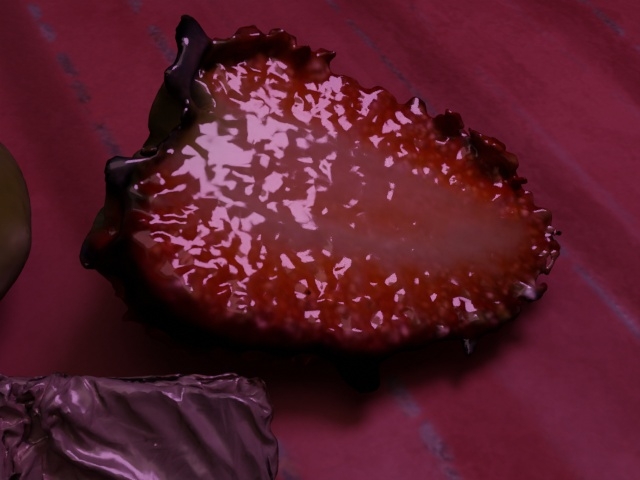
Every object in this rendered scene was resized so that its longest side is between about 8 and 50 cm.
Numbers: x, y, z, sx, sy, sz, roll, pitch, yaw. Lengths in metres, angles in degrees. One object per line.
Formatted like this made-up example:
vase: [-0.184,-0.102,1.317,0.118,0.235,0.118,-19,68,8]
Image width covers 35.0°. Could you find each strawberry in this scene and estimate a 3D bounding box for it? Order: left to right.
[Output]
strawberry: [0.000,0.000,0.704,0.306,0.138,0.233,24,65,-12]

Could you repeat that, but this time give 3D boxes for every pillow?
pillow: [-0.145,0.137,0.553,0.248,0.049,0.135,2,82,-4]

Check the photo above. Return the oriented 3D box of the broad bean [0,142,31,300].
broad bean: [-0.308,0.007,0.677,0.238,0.119,0.291,-30,50,-16]
